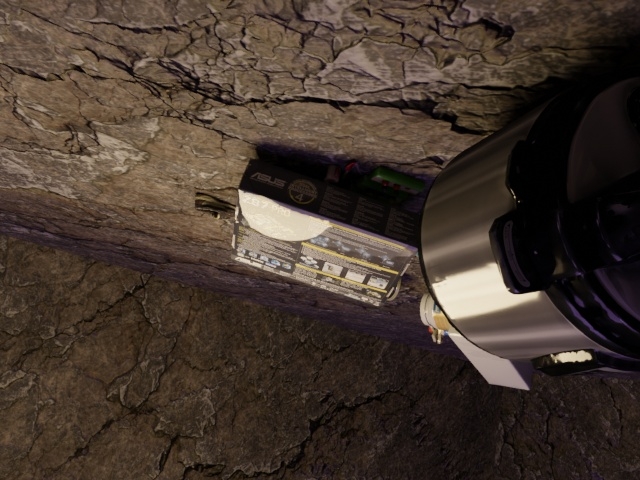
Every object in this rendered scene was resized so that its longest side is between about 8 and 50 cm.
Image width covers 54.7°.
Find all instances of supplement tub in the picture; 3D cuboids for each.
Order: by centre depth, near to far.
[{"bbox_3d":[0.462,0.242,2.145,0.199,0.144,0.144,0,161,37],"label":"supplement tub"}]

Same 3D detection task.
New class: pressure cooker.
[{"bbox_3d":[0.365,-0.019,0.823,0.375,0.370,0.420,32,160,-11],"label":"pressure cooker"}]

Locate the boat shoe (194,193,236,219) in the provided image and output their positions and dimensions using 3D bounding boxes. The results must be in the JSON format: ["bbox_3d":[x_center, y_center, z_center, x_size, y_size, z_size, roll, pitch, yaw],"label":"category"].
[{"bbox_3d":[-0.280,-0.081,1.695,0.152,0.049,0.056,21,162,-32],"label":"boat shoe"}]

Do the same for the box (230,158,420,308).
[{"bbox_3d":[0.000,0.000,1.397,0.394,0.097,0.318,18,150,0],"label":"box"}]

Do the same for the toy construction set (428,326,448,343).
[{"bbox_3d":[0.548,0.295,2.309,0.327,0.151,0.215,-10,156,29],"label":"toy construction set"}]

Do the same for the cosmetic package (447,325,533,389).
[{"bbox_3d":[0.572,0.303,1.998,0.156,0.217,0.385,0,145,36],"label":"cosmetic package"}]

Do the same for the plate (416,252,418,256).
[{"bbox_3d":[0.326,0.036,1.721,0.188,0.024,0.188,11,166,3],"label":"plate"}]

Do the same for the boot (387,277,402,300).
[{"bbox_3d":[0.164,0.147,2.141,0.178,0.085,0.236,18,165,-14],"label":"boot"}]

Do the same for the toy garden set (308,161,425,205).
[{"bbox_3d":[0.074,-0.104,1.340,0.203,0.049,0.244,17,164,-19],"label":"toy garden set"}]
